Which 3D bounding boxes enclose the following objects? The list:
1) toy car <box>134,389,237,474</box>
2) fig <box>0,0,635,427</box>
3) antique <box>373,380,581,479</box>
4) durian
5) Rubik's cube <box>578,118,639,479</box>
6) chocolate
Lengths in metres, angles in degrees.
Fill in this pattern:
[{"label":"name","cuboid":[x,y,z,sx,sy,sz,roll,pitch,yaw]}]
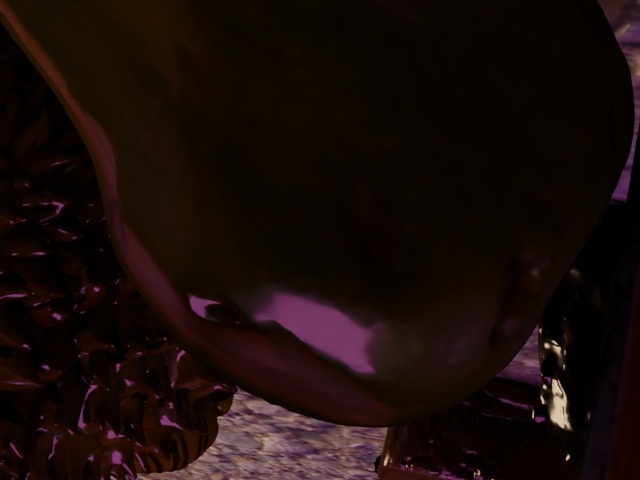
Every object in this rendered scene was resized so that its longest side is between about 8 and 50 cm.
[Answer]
[{"label":"toy car","cuboid":[-0.180,0.111,1.498,0.200,0.142,0.248,0,158,42]},{"label":"fig","cuboid":[-0.022,-0.066,0.747,0.275,0.206,0.206,38,160,-8]},{"label":"antique","cuboid":[0.198,0.170,1.499,0.310,0.087,0.093,13,162,3]},{"label":"durian","cuboid":[-0.223,0.014,0.935,0.384,0.347,0.347,-33,139,30]},{"label":"Rubik's cube","cuboid":[0.271,0.062,0.767,0.255,0.259,0.260,1,159,40]},{"label":"chocolate","cuboid":[0.169,0.063,1.081,0.156,0.133,0.156,15,165,4]}]
